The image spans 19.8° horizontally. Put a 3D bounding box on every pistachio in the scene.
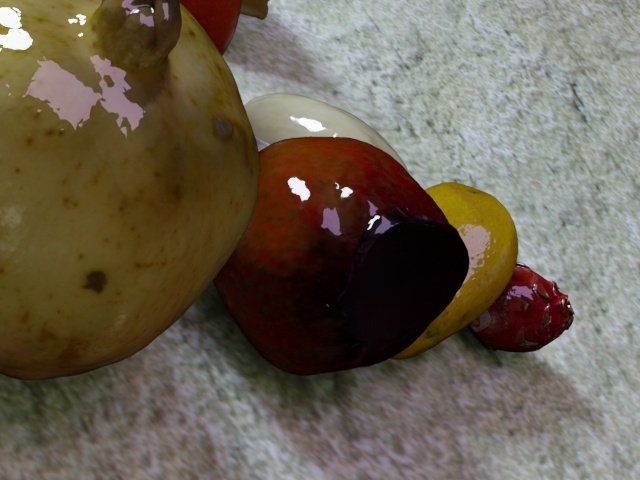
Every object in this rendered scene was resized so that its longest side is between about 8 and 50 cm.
[{"bbox_3d":[0.000,-0.083,1.801,0.200,0.117,0.145,17,42,29],"label":"pistachio"}]

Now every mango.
[{"bbox_3d":[0.110,0.030,1.770,0.147,0.109,0.227,3,40,26],"label":"mango"}]

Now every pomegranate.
[{"bbox_3d":[-0.200,-0.068,1.376,0.342,0.342,0.342,27,29,-16],"label":"pomegranate"}]

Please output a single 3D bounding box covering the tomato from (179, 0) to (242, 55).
[{"bbox_3d":[-0.221,-0.259,1.653,0.290,0.325,0.293,19,29,-26],"label":"tomato"}]

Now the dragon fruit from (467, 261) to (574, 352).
[{"bbox_3d":[0.162,0.059,1.867,0.190,0.094,0.094,21,23,19],"label":"dragon fruit"}]

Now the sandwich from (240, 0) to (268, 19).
[{"bbox_3d":[-0.145,-0.327,2.038,0.155,0.227,0.198,34,-19,54],"label":"sandwich"}]

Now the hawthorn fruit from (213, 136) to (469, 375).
[{"bbox_3d":[0.000,0.000,1.634,0.215,0.215,0.249,11,36,-39],"label":"hawthorn fruit"}]

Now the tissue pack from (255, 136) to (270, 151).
[{"bbox_3d":[-0.093,-0.074,1.749,0.056,0.108,0.023,26,59,-14],"label":"tissue pack"}]
